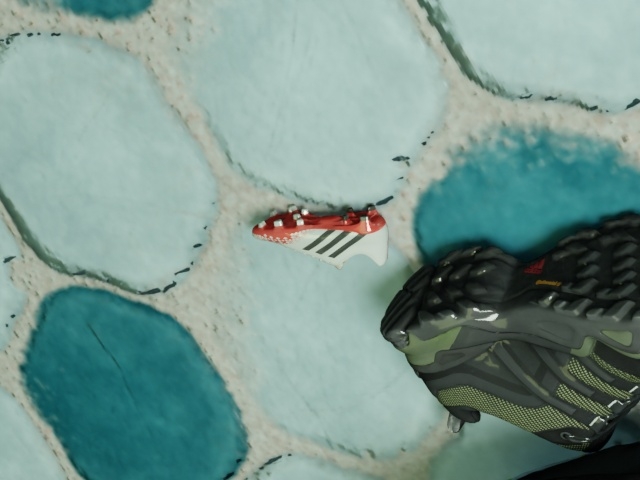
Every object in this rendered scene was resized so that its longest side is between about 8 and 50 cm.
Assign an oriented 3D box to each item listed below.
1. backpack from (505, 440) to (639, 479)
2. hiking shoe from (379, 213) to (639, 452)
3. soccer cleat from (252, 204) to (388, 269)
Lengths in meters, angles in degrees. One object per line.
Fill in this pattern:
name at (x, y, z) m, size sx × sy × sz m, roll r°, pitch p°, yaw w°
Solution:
backpack at (0.196, 0.223, 0.882) m, size 0.355 × 0.290 × 0.273 m, roll -3°, pitch 138°, yaw 20°
hiking shoe at (0.149, 0.055, 0.946) m, size 0.227 × 0.086 × 0.114 m, roll -5°, pitch 130°, yaw 37°
soccer cleat at (0.000, 0.000, 1.013) m, size 0.083 × 0.029 × 0.035 m, roll -2°, pitch 114°, yaw 24°
